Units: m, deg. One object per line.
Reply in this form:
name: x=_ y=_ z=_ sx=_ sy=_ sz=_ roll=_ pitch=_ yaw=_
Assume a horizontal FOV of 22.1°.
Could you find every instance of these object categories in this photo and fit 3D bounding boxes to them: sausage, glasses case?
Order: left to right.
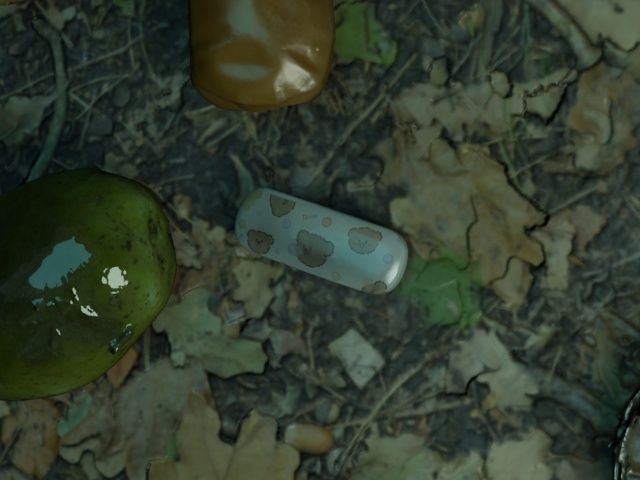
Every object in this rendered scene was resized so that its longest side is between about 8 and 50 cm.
sausage: x=-0.058 y=-0.232 z=1.460 sx=0.136 sy=0.120 sz=0.241 roll=-7 pitch=85 yaw=3
glasses case: x=0.000 y=0.000 z=1.470 sx=0.164 sy=0.041 sz=0.063 roll=20 pitch=94 yaw=18

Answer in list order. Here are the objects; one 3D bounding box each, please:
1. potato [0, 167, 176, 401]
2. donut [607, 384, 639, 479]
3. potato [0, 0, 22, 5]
potato: x=-0.246 y=0.042 z=1.497 sx=0.228 sy=0.148 sz=0.197 roll=-14 pitch=97 yaw=14
donut: x=0.365 y=0.191 z=1.310 sx=0.270 sy=0.103 sz=0.269 roll=0 pitch=90 yaw=19
potato: x=-0.267 y=-0.302 z=1.539 sx=0.178 sy=0.109 sz=0.118 roll=-39 pitch=54 yaw=7
